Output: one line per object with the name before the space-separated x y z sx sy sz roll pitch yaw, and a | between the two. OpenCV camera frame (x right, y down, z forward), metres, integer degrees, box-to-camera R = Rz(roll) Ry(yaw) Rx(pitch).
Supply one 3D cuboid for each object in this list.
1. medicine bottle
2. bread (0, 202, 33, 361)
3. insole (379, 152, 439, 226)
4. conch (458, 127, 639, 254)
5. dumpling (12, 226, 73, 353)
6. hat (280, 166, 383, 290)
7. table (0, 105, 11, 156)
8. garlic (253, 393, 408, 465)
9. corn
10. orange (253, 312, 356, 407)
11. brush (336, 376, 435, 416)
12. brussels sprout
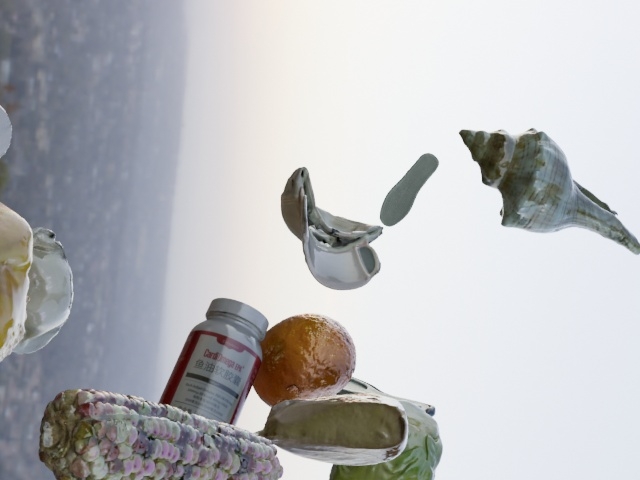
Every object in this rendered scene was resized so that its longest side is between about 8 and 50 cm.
medicine bottle | -0.176 0.226 1.780 0.131 0.131 0.250 115 -3 -65
bread | -0.596 0.057 1.463 0.361 0.394 0.250 -38 152 -55
insole | 0.152 -0.087 1.889 0.152 0.053 0.002 -52 -165 18
conch | 0.394 -0.080 1.952 0.170 0.386 0.203 -37 -158 23
dumpling | -0.501 0.098 1.862 0.142 0.172 0.247 30 -51 37
hat | 0.000 0.000 1.956 0.164 0.219 0.226 -21 -139 44
table | -0.761 -0.265 2.073 0.249 0.317 0.317 57 -19 11
garlic | 0.025 0.225 1.320 0.101 0.196 0.087 34 58 -63
corn | -0.148 0.203 1.051 0.092 0.280 0.092 -15 -114 35
orange | -0.034 0.210 1.914 0.161 0.193 0.193 60 -20 14
brush | 0.090 0.307 2.080 0.297 0.068 0.060 13 -72 39
brussels sprout | 0.111 0.377 1.827 0.223 0.161 0.223 -43 170 -9
